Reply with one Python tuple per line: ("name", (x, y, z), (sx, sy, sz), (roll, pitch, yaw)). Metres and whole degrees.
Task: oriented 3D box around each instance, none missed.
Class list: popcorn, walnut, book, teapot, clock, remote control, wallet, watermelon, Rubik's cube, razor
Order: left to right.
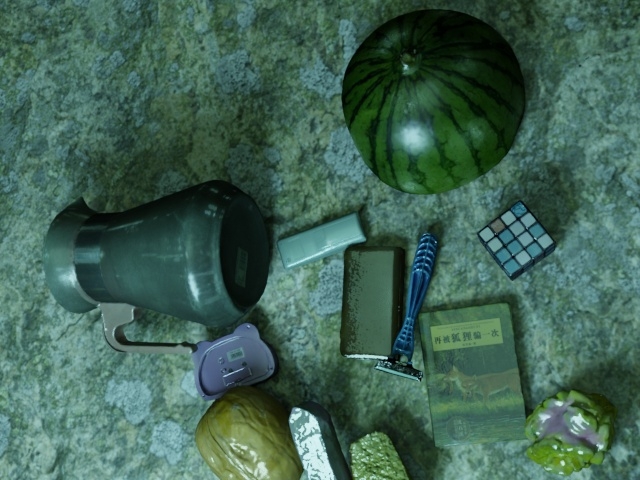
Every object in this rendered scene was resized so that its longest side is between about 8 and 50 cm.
("teapot", (-0.281, 0.051, 1.440), (0.344, 0.253, 0.300), (-2, 95, 21))
("clock", (-0.153, 0.217, 1.467), (0.153, 0.050, 0.110), (-23, 77, 10))
("walnut", (-0.113, 0.343, 1.384), (0.197, 0.165, 0.165), (37, 92, 8))
("remote control", (0.000, 0.000, 1.471), (0.162, 0.029, 0.061), (-21, 76, 11))
("wallet", (0.091, 0.110, 1.431), (0.110, 0.031, 0.198), (1, 82, 15))
("razor", (0.158, 0.108, 1.396), (0.082, 0.042, 0.253), (13, 77, 6))
("watermelon", (0.185, -0.252, 1.388), (0.331, 0.189, 0.330), (-1, 87, 17))
("book", (0.255, 0.225, 1.376), (0.160, 0.024, 0.228), (-8, 81, 15))
("Rubik's cube", (0.324, 0.002, 1.355), (0.092, 0.092, 0.092), (-38, 75, 6))
("popcorn", (0.390, 0.299, 1.282), (0.126, 0.126, 0.145), (44, 122, 30))

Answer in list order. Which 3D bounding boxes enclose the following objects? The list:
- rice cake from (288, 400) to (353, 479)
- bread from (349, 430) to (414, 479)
("rice cake", (0.042, 0.449, 1.338), (0.064, 0.070, 0.399), (-20, 90, 19))
("bread", (0.106, 0.395, 1.338), (0.086, 0.125, 0.156), (-29, 50, 2))
